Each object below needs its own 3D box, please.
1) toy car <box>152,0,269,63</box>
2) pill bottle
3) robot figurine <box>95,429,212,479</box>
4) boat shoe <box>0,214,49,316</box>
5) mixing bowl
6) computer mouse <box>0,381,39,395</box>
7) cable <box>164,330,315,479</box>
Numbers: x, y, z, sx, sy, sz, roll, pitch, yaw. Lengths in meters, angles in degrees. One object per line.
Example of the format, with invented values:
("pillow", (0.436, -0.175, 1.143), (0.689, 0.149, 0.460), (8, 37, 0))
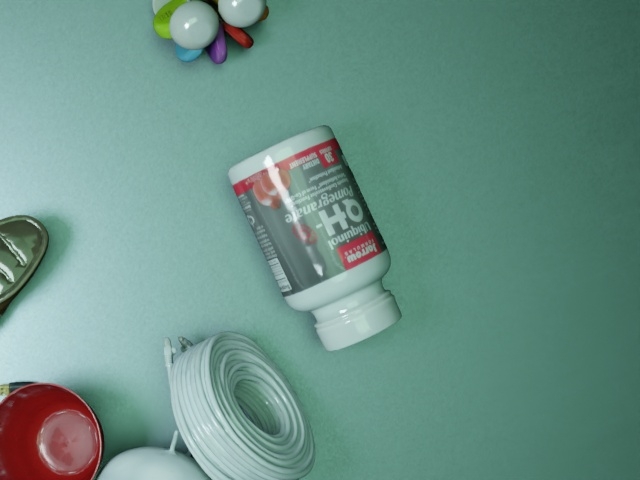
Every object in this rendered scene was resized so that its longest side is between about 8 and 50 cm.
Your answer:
("toy car", (-0.164, -0.340, 1.869), (0.182, 0.159, 0.136), (-27, 128, -9))
("pill bottle", (0.000, 0.000, 1.850), (0.176, 0.176, 0.318), (-26, 92, -9))
("robot figurine", (-0.257, 0.446, 1.728), (0.200, 0.300, 0.353), (21, 74, -1))
("boat shoe", (-0.522, 0.084, 1.809), (0.111, 0.104, 0.307), (44, 84, 4))
("mixing bowl", (-0.386, 0.296, 1.766), (0.181, 0.098, 0.181), (-1, 85, 12))
("computer mouse", (-0.493, 0.309, 1.824), (0.262, 0.060, 0.184), (-5, 89, -9))
("cable", (-0.112, 0.257, 1.793), (0.089, 0.257, 0.257), (-37, 129, 22))
